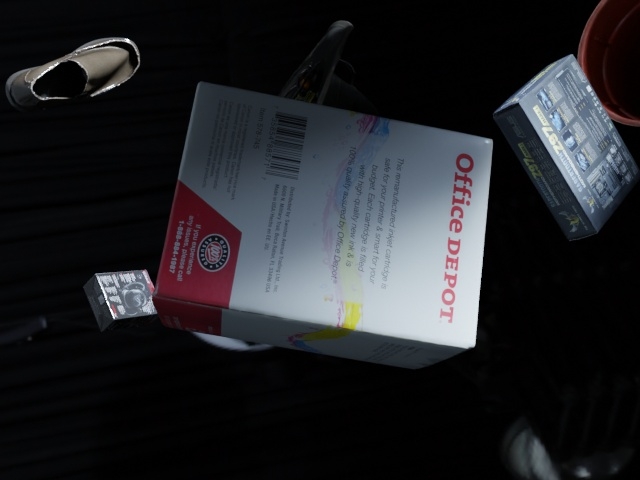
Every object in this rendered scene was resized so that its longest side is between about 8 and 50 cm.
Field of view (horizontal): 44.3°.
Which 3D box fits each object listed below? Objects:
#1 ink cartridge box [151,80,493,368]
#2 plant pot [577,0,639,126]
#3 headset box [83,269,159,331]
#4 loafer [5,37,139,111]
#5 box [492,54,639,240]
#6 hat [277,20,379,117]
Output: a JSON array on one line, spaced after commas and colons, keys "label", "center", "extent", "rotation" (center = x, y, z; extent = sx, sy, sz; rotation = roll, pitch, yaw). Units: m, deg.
[{"label": "ink cartridge box", "center": [0.000, 0.000, 0.484], "extent": [0.127, 0.176, 0.128], "rotation": [117, -17, -74]}, {"label": "plant pot", "center": [0.630, -0.301, 1.356], "extent": [0.272, 0.265, 0.272], "rotation": [-8, -102, 43]}, {"label": "headset box", "center": [-0.229, 0.070, 0.935], "extent": [0.032, 0.083, 0.062], "rotation": [-39, -111, 32]}, {"label": "loafer", "center": [-0.361, -0.248, 1.196], "extent": [0.078, 0.220, 0.080], "rotation": [13, -51, 48]}, {"label": "box", "center": [0.383, -0.144, 1.206], "extent": [0.059, 0.183, 0.233], "rotation": [-23, -76, 52]}, {"label": "hat", "center": [-0.003, -0.128, 1.038], "extent": [0.331, 0.134, 0.331], "rotation": [-51, -163, 22]}]
